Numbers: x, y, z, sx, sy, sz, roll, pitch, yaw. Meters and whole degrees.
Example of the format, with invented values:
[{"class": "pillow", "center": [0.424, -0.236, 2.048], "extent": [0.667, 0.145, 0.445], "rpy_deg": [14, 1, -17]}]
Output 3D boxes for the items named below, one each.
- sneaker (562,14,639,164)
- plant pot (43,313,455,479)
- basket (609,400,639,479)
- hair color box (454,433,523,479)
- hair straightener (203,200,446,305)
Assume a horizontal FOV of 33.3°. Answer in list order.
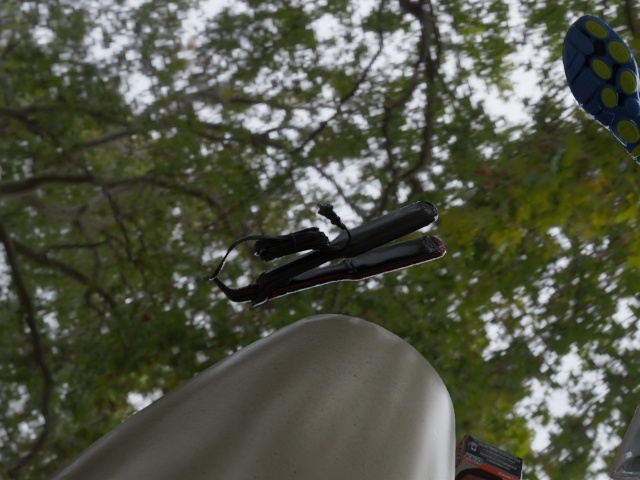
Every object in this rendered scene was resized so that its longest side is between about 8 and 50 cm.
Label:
[{"class": "sneaker", "center": [0.290, -0.146, 1.047], "extent": [0.067, 0.078, 0.188], "rpy_deg": [-35, -57, 19]}, {"class": "plant pot", "center": [-0.035, 0.171, 0.586], "extent": [0.256, 0.274, 0.256], "rpy_deg": [17, -48, 20]}, {"class": "basket", "center": [0.420, 0.233, 1.233], "extent": [0.113, 0.103, 0.167], "rpy_deg": [22, -105, 29]}, {"class": "hair color box", "center": [0.161, 0.285, 1.189], "extent": [0.072, 0.043, 0.141], "rpy_deg": [23, -53, -1]}, {"class": "hair straightener", "center": [0.000, 0.000, 1.002], "extent": [0.047, 0.230, 0.089], "rpy_deg": [-106, -177, -60]}]
